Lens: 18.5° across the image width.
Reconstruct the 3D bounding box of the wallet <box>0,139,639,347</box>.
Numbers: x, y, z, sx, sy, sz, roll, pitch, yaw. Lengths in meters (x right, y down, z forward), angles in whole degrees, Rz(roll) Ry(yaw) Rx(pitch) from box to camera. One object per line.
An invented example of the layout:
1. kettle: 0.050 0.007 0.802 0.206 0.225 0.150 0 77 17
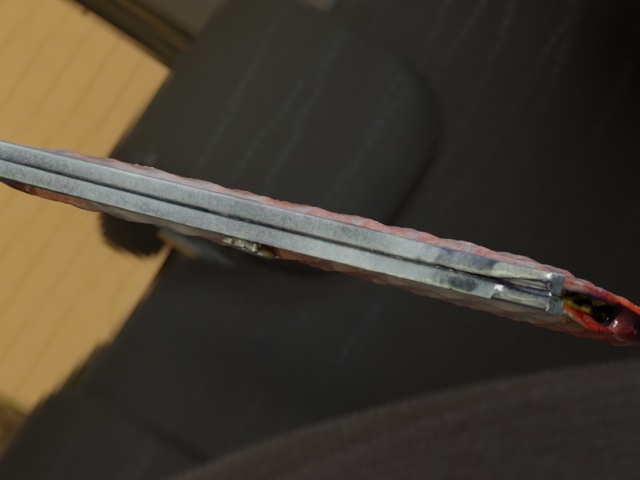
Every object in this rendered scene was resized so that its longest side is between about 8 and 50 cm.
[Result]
1. wallet: 0.000 0.000 0.599 0.103 0.196 0.020 12 -88 -61
